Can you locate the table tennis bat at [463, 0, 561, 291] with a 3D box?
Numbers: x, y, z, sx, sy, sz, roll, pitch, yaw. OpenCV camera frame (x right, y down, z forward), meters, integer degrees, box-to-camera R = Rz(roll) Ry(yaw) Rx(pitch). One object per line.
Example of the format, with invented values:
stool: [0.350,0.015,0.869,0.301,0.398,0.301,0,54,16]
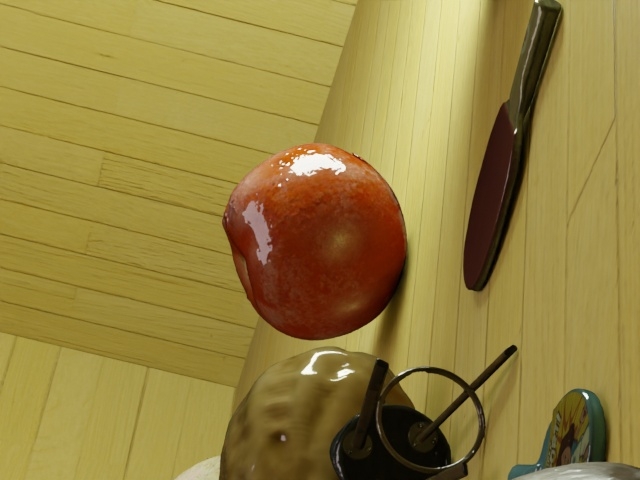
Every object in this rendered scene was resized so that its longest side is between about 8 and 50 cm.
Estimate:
table tennis bat: [0.151,-0.076,1.574,0.138,0.022,0.246,-89,12,-66]

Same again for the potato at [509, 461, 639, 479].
potato: [0.110,0.143,0.896,0.261,0.120,0.100,-93,23,-71]

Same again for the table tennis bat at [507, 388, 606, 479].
table tennis bat: [0.137,0.137,1.139,0.155,0.019,0.100,139,143,-78]

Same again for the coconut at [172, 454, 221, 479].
coconut: [-0.070,0.328,1.870,0.224,0.234,0.224,-42,11,10]

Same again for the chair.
chair: [0.071,0.149,1.450,0.221,0.104,0.095,123,143,-69]

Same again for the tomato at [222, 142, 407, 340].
tomato: [0.000,0.000,2.093,0.208,0.184,0.208,158,90,-81]

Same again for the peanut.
peanut: [-0.012,0.262,1.605,0.192,0.169,0.387,101,179,-55]
